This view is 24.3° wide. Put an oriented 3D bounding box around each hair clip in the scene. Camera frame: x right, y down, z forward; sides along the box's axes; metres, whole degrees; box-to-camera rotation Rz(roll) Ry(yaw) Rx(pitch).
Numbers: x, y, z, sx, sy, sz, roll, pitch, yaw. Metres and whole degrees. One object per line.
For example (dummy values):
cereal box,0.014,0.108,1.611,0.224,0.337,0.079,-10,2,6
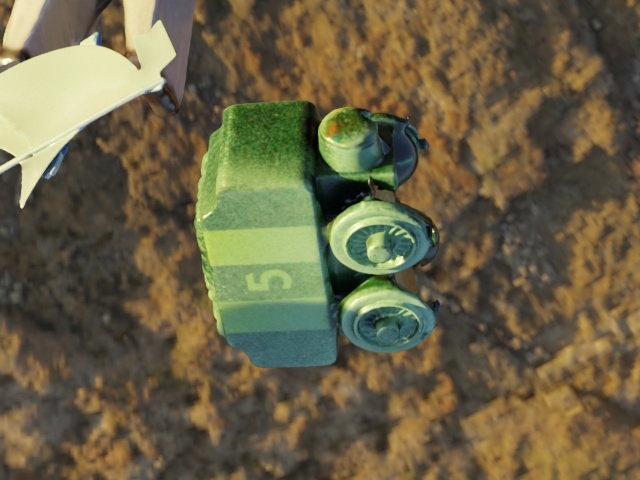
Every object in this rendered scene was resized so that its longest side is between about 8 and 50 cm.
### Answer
hair clip,-0.125,-0.235,0.992,0.101,0.331,0.085,-2,153,18

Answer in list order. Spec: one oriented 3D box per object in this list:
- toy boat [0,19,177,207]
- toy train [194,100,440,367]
toy boat,-0.136,-0.059,0.663,0.149,0.105,0.034,-47,141,11
toy train,0.000,0.000,1.458,0.238,0.167,0.299,-4,134,6
